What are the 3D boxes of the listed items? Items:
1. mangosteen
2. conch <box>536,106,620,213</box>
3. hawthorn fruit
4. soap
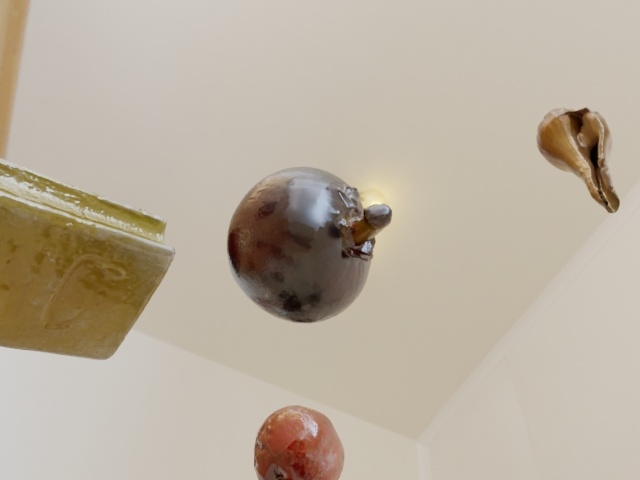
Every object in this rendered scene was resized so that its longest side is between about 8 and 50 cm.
[{"bbox_3d":[0.000,0.000,0.782,0.261,0.235,0.235,-13,-134,39],"label":"mangosteen"},{"bbox_3d":[0.436,-0.143,0.887,0.109,0.093,0.330,-35,-147,26],"label":"conch"},{"bbox_3d":[-0.069,0.567,1.356,0.242,0.242,0.271,-61,178,31],"label":"hawthorn fruit"},{"bbox_3d":[-0.467,0.047,0.917,0.293,0.335,0.156,-54,-139,15],"label":"soap"}]
